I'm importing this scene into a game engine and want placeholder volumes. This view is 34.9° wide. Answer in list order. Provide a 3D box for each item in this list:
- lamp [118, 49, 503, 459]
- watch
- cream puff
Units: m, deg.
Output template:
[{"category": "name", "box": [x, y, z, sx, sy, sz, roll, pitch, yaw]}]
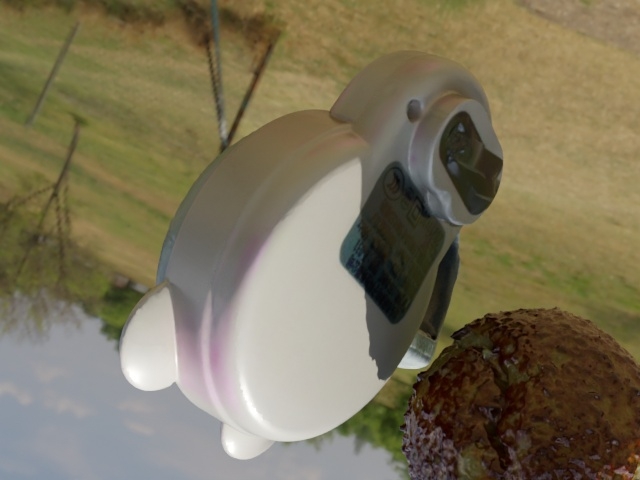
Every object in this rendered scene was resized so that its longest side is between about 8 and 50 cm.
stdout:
[{"category": "lamp", "box": [-0.001, -0.002, 0.561, 0.108, 0.246, 0.179, 32, 167, 34]}, {"category": "watch", "box": [0.076, 0.017, 0.945, 0.068, 0.193, 0.206, 3, 168, 23]}, {"category": "cream puff", "box": [0.104, 0.099, 0.541, 0.149, 0.149, 0.084, 17, 161, 39]}]
